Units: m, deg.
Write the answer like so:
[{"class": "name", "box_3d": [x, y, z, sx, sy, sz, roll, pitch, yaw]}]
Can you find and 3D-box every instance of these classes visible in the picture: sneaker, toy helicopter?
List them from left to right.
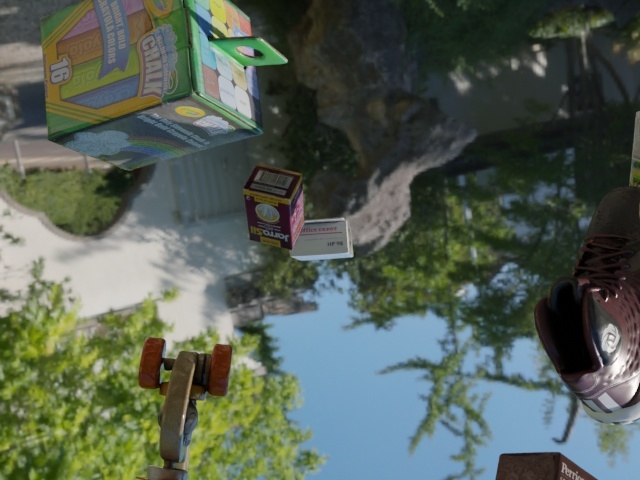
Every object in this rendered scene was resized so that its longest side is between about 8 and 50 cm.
[{"class": "toy helicopter", "box_3d": [-0.232, 0.334, 1.274, 0.140, 0.355, 0.234, 7, -132, -6]}, {"class": "sneaker", "box_3d": [0.302, 0.040, 0.826, 0.106, 0.281, 0.163, -11, 147, 42]}]

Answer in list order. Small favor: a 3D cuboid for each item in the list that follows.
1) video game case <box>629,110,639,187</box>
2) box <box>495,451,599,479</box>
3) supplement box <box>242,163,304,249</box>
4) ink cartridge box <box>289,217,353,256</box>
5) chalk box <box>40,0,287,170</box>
[{"class": "video game case", "box_3d": [0.565, -0.084, 1.228, 0.026, 0.206, 0.227, -7, -159, -12]}, {"class": "box", "box_3d": [0.378, 0.573, 1.314, 0.143, 0.191, 0.381, -21, -138, 46]}, {"class": "supplement box", "box_3d": [-0.050, -0.036, 0.845, 0.055, 0.083, 0.043, 13, -129, 13]}, {"class": "ink cartridge box", "box_3d": [0.000, 0.000, 1.379, 0.104, 0.060, 0.180, -4, 175, 6]}, {"class": "chalk box", "box_3d": [-0.141, -0.166, 0.749, 0.213, 0.132, 0.132, -13, 166, 20]}]
